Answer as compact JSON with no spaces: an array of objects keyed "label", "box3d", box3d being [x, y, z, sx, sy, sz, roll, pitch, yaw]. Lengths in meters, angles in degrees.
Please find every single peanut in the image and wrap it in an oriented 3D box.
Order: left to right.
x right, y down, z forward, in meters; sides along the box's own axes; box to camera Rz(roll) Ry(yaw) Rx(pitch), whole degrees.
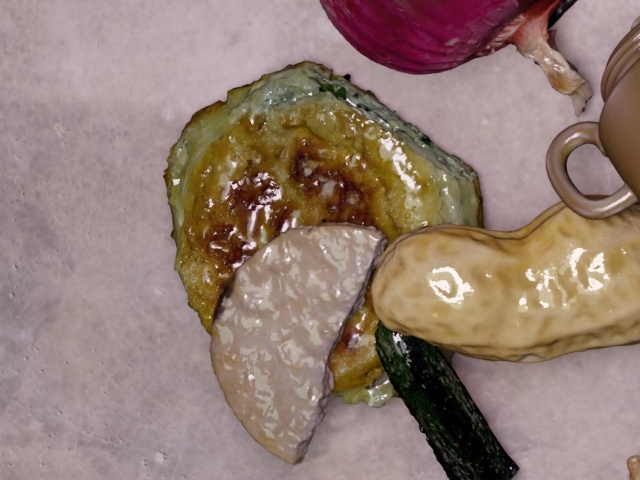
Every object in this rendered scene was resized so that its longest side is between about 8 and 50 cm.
[{"label":"peanut","box3d":[0.199,0.036,1.786,0.305,0.147,0.147,-12,99,1]}]

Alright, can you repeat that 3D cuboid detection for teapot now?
[{"label":"teapot","box3d":[0.313,-0.121,1.723,0.268,0.185,0.175,-33,57,7]}]

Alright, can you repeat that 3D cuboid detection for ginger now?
[{"label":"ginger","box3d":[0.296,0.251,1.897,0.048,0.030,0.097,-12,103,-5]}]

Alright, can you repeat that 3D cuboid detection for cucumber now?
[{"label":"cucumber","box3d":[0.117,0.162,1.870,0.067,0.067,0.245,-17,125,23]}]

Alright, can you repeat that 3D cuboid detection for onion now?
[{"label":"onion","box3d":[0.124,-0.267,1.730,0.272,0.230,0.256,29,111,20]}]

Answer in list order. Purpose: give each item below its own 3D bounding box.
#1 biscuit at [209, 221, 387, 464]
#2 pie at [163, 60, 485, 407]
[{"label":"biscuit","box3d":[-0.035,0.080,1.863,0.133,0.032,0.250,23,110,10]},{"label":"pie","box3d":[0.000,0.000,1.906,0.355,0.103,0.288,38,111,7]}]
